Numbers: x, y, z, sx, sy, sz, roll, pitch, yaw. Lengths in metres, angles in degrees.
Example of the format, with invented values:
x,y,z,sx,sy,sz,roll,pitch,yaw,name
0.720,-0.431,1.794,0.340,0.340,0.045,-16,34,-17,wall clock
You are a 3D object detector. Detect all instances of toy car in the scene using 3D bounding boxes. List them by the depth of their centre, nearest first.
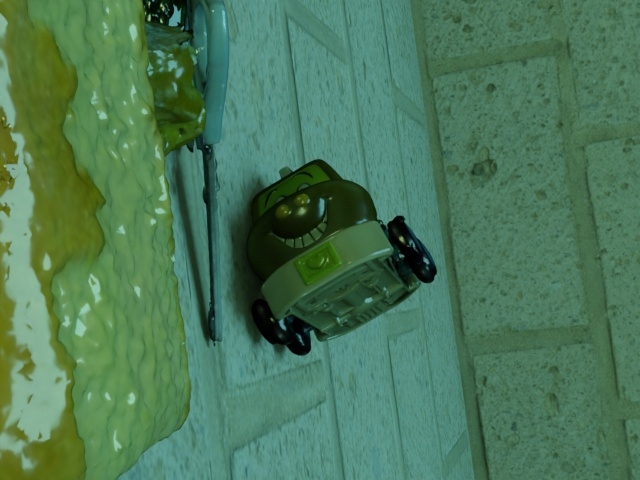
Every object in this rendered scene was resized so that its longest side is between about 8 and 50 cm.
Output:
x,y,z,sx,sy,sz,roll,pitch,yaw,name
0.000,0.000,1.126,0.198,0.204,0.248,62,7,19,toy car

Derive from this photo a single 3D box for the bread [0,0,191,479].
x,y,z,sx,sy,sz,roll,pitch,yaw,name
-0.180,-0.053,0.458,0.236,0.165,0.375,-24,107,-72,bread

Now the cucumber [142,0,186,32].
x,y,z,sx,sy,sz,roll,pitch,yaw,name
-0.152,-0.277,0.871,0.067,0.067,0.294,2,81,-75,cucumber

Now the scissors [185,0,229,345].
x,y,z,sx,sy,sz,roll,pitch,yaw,name
-0.110,-0.074,0.919,0.191,0.029,0.360,-152,-119,-73,scissors

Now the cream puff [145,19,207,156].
x,y,z,sx,sy,sz,roll,pitch,yaw,name
-0.153,-0.103,0.657,0.121,0.156,0.156,-40,127,-36,cream puff
